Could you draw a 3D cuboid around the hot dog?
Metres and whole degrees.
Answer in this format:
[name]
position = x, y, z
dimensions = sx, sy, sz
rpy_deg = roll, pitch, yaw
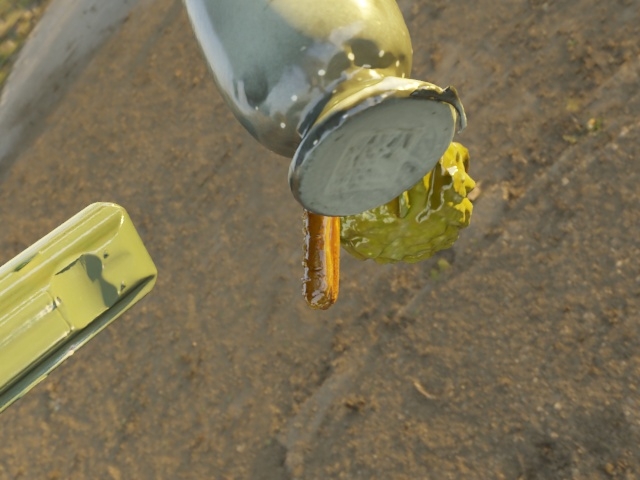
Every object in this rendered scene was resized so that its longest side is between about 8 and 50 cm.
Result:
[hot dog]
position = 0.000, 0.000, 1.059
dimensions = 0.071, 0.045, 0.165
rpy_deg = 43, -133, -84

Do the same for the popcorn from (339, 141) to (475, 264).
[popcorn]
position = 0.095, -0.101, 1.204
dimensions = 0.206, 0.237, 0.251
rpy_deg = -34, 46, 37

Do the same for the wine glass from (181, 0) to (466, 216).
[wine glass]
position = -0.011, -0.115, 0.509
dimensions = 0.111, 0.111, 0.204
rpy_deg = -41, 60, 18

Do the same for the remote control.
[remote control]
position = -0.319, 0.090, 0.967
dimensions = 0.066, 0.128, 0.335
rpy_deg = 1, 34, 46
